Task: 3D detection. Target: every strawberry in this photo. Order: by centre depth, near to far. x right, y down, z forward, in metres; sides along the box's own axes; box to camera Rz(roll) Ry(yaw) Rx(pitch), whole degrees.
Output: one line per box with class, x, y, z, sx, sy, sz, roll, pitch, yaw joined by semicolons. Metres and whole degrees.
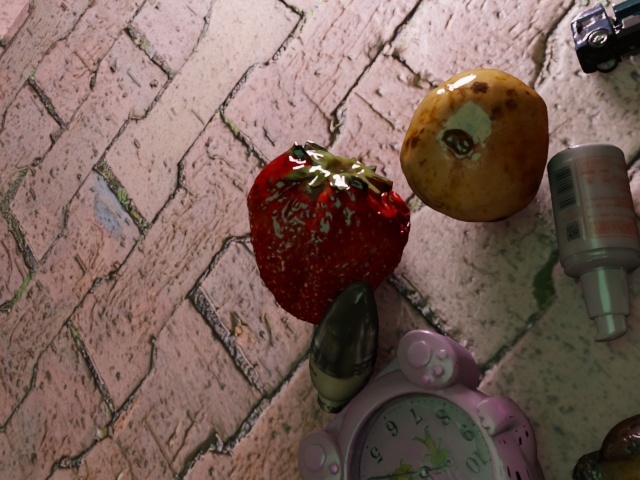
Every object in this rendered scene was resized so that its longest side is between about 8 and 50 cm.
strawberry;0.000;0.000;1.035;0.257;0.257;0.277;42;117;37

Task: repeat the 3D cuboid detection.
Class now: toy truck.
toy truck;0.456;-0.312;0.929;0.201;0.074;0.088;-18;59;27

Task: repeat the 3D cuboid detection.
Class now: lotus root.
lotus root;0.389;0.251;0.745;0.209;0.120;0.120;-20;63;28

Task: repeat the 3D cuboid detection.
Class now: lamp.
lamp;0.034;0.160;0.974;0.101;0.101;0.250;41;137;37

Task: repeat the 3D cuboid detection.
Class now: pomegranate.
pomegranate;0.225;-0.129;0.944;0.215;0.215;0.216;-12;66;30

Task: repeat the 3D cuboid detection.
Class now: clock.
clock;0.151;0.315;0.880;0.295;0.113;0.322;-47;55;10

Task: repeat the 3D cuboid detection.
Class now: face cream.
face cream;0.359;0.005;0.861;0.101;0.101;0.252;-13;67;30
